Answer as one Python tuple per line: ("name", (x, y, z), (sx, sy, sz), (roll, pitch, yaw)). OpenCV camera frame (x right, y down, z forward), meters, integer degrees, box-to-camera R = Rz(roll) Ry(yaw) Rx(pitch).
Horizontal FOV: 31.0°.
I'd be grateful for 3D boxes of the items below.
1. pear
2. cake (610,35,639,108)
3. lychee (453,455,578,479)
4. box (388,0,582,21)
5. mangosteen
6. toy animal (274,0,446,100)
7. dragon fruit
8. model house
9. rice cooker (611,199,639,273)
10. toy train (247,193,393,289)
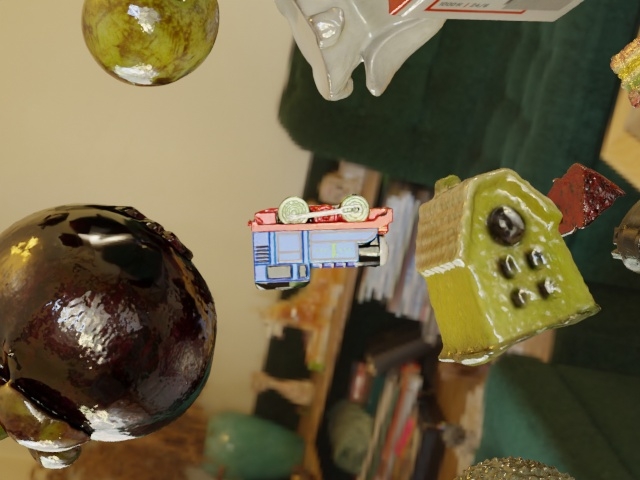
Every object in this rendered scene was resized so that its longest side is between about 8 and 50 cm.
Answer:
("pear", (-0.334, -0.420, 2.231), (0.283, 0.284, 0.283), (-170, 90, -81))
("cake", (0.552, -0.286, 1.727), (0.225, 0.090, 0.109), (-38, 46, 33))
("lychee", (0.320, 0.484, 1.917), (0.255, 0.274, 0.255), (46, 145, 46))
("box", (0.185, -0.268, 1.156), (0.123, 0.229, 0.050), (-35, 67, 52))
("mangosteen", (-0.290, 0.122, 1.359), (0.347, 0.307, 0.307), (-51, 6, -8))
("toy animal", (0.086, -0.374, 1.825), (0.271, 0.265, 0.206), (65, 173, -1))
("dragon fruit", (0.465, -0.049, 2.098), (0.192, 0.092, 0.122), (135, 135, -57))
("model house", (0.207, 0.023, 1.466), (0.234, 0.175, 0.193), (65, 166, 2))
("rice cooker", (0.518, -0.012, 1.740), (0.106, 0.165, 0.112), (15, 135, 56))
("toy train", (0.000, 0.000, 1.645), (0.083, 0.204, 0.131), (-113, 20, -87))
